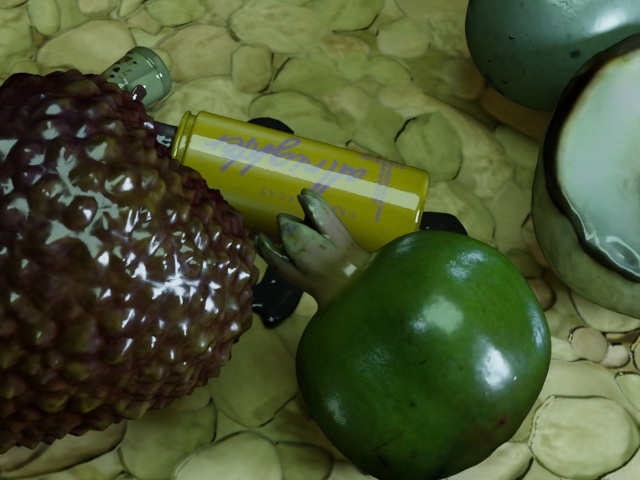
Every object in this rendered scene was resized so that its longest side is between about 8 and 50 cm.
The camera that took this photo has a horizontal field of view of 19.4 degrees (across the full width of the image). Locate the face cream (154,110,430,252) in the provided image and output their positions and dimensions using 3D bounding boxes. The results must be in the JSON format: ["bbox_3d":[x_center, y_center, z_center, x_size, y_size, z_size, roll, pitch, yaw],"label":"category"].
[{"bbox_3d":[-0.057,-0.051,1.424,0.273,0.078,0.078,15,51,0],"label":"face cream"}]

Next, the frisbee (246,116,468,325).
[{"bbox_3d":[0.000,0.000,1.455,0.211,0.012,0.187,27,52,8],"label":"frisbee"}]

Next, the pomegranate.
[{"bbox_3d":[0.050,0.060,1.298,0.225,0.187,0.187,45,53,-5],"label":"pomegranate"}]

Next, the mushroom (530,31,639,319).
[{"bbox_3d":[0.253,-0.032,1.446,0.189,0.164,0.267,13,54,2],"label":"mushroom"}]

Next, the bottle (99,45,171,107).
[{"bbox_3d":[-0.167,-0.112,1.482,0.101,0.063,0.047,-38,97,-31],"label":"bottle"}]

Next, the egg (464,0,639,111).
[{"bbox_3d":[0.218,-0.203,1.564,0.169,0.169,0.236,32,50,12],"label":"egg"}]

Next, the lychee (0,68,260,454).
[{"bbox_3d":[-0.188,0.026,1.259,0.271,0.271,0.271,6,52,-8],"label":"lychee"}]
